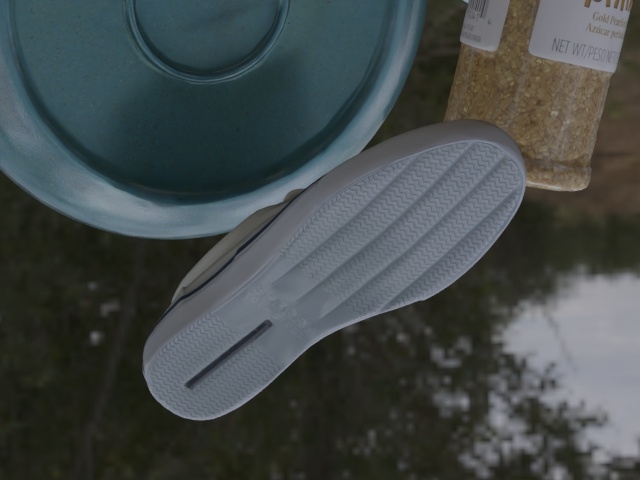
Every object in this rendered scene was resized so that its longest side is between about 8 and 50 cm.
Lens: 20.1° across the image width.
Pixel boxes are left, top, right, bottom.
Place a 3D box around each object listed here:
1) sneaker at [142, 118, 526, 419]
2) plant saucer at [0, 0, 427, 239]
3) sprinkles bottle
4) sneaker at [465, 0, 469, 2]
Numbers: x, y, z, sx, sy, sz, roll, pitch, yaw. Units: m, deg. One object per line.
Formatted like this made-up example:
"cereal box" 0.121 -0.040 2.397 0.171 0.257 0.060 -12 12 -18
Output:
"sneaker" 0.000 0.000 1.015 0.258 0.094 0.091 -32 -150 22
"plant saucer" -0.072 -0.147 1.076 0.318 0.317 0.044 -3 -162 -21
"sprinkles bottle" 0.176 -0.219 1.296 0.121 0.355 0.121 13 -171 -2
"sneaker" 0.177 -0.268 1.688 0.208 0.127 0.319 -36 -171 35
